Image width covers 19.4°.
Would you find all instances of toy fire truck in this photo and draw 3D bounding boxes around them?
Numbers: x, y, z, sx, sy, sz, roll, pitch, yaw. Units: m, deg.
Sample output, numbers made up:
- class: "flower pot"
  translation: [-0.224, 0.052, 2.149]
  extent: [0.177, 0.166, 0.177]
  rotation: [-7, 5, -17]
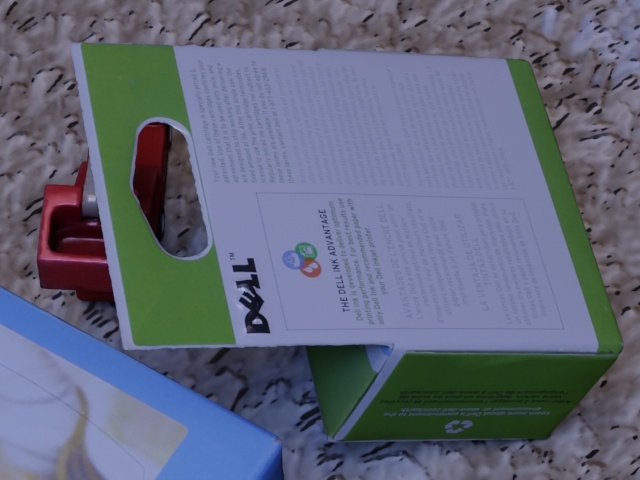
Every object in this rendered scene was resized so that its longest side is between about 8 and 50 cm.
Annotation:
- class: "toy fire truck"
  translation: [-0.110, -0.037, 0.989]
  extent: [0.047, 0.135, 0.192]
  rotation: [2, 57, 1]

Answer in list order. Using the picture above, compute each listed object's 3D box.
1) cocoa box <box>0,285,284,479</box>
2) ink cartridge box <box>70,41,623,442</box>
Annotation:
- class: "cocoa box"
  translation: [-0.194, 0.209, 0.775]
  extent: [0.231, 0.228, 0.347]
  rotation: [27, 61, 15]
- class: "ink cartridge box"
  translation: [0.000, 0.000, 0.947]
  extent: [0.255, 0.097, 0.189]
  rotation: [1, 55, -22]
